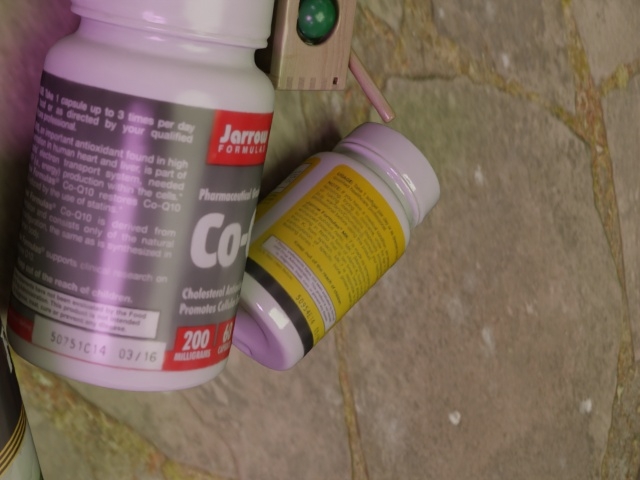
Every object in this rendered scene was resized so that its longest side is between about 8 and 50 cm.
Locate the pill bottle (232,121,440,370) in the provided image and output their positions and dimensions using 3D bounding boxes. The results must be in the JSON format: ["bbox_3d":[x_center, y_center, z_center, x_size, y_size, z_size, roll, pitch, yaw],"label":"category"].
[{"bbox_3d":[0.000,0.000,0.986,0.208,0.119,0.119,-44,132,-23],"label":"pill bottle"}]

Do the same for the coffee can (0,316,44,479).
[{"bbox_3d":[-0.275,0.139,0.707,0.202,0.202,0.275,-27,124,-35],"label":"coffee can"}]

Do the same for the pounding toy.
[{"bbox_3d":[-0.017,-0.165,0.888,0.100,0.141,0.130,-7,111,-44],"label":"pounding toy"}]

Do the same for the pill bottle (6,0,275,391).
[{"bbox_3d":[-0.121,-0.053,0.814,0.161,0.161,0.283,0,106,-45],"label":"pill bottle"}]
